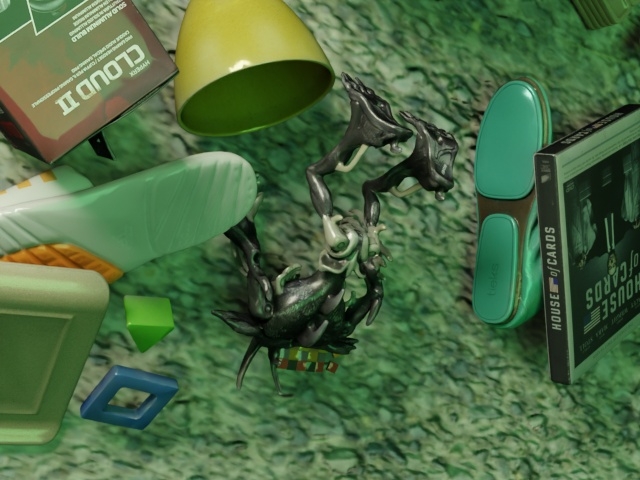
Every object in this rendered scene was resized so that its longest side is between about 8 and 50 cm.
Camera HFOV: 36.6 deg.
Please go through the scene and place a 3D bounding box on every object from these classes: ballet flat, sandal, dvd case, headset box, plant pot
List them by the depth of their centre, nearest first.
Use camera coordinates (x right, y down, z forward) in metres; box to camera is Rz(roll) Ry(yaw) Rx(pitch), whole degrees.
[{"bbox_3d":[-0.227,-0.179,0.663,0.110,0.218,0.293,-39,111,-13],"label":"headset box"},{"bbox_3d":[-0.183,-0.017,0.783,0.265,0.076,0.102,-18,128,-10],"label":"sandal"},{"bbox_3d":[-0.065,-0.158,0.801,0.134,0.134,0.095,-12,75,-23],"label":"plant pot"},{"bbox_3d":[0.198,-0.036,0.962,0.087,0.083,0.247,-3,99,-48],"label":"ballet flat"},{"bbox_3d":[0.278,0.001,0.972,0.179,0.029,0.239,-27,117,-40],"label":"dvd case"}]

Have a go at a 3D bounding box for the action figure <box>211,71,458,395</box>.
[{"bbox_3d":[0.000,0.000,0.841,0.164,0.141,0.276,20,115,-33],"label":"action figure"}]

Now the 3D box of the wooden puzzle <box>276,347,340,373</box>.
[{"bbox_3d":[-0.014,0.099,0.914,0.083,0.006,0.049,9,94,-25],"label":"wooden puzzle"}]

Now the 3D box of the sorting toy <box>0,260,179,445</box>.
[{"bbox_3d":[-0.274,0.081,0.743,0.347,0.047,0.196,7,131,-26],"label":"sorting toy"}]

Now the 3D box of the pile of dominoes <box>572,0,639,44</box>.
[{"bbox_3d":[0.347,-0.329,1.015,0.251,0.040,0.196,-47,112,-21],"label":"pile of dominoes"}]
